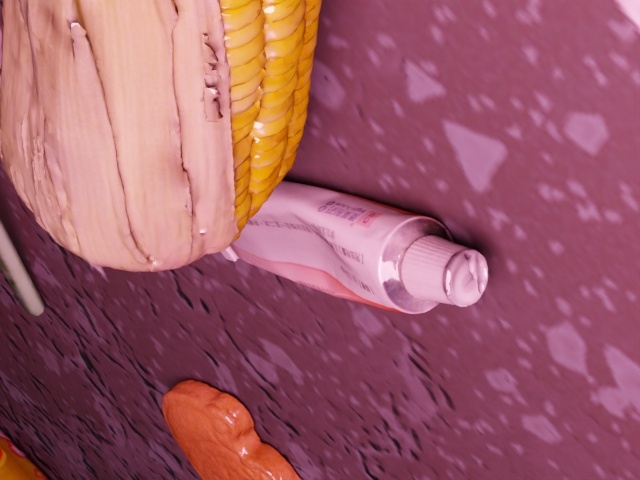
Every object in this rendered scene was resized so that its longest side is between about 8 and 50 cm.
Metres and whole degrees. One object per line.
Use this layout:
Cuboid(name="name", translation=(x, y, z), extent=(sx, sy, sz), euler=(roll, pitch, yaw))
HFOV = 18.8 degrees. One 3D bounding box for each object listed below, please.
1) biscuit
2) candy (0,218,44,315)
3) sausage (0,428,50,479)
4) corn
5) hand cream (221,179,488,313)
Cuboid(name="biscuit", translation=(-0.041, 0.132, 1.063), extent=(0.130, 0.019, 0.102), euler=(54, 155, -14))
Cuboid(name="candy", translation=(-0.193, -0.042, 1.019), extent=(0.091, 0.083, 0.305), euler=(34, 159, 24))
Cuboid(name="sausage", translation=(-0.207, 0.202, 1.361), extent=(0.371, 0.082, 0.082), euler=(44, 154, 7))
Cuboid(name="corn", translation=(-0.061, -0.099, 0.654), extent=(0.122, 0.123, 0.305), euler=(40, 152, 21))
Cuboid(name="hand cream", translation=(-0.001, 0.002, 0.810), extent=(0.216, 0.038, 0.052), euler=(16, 116, 57))
